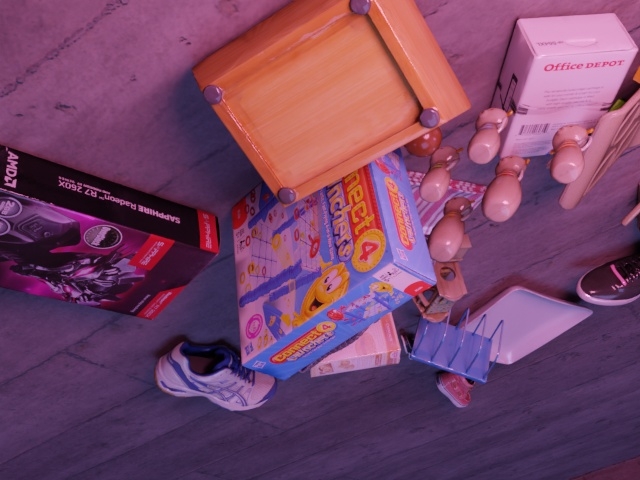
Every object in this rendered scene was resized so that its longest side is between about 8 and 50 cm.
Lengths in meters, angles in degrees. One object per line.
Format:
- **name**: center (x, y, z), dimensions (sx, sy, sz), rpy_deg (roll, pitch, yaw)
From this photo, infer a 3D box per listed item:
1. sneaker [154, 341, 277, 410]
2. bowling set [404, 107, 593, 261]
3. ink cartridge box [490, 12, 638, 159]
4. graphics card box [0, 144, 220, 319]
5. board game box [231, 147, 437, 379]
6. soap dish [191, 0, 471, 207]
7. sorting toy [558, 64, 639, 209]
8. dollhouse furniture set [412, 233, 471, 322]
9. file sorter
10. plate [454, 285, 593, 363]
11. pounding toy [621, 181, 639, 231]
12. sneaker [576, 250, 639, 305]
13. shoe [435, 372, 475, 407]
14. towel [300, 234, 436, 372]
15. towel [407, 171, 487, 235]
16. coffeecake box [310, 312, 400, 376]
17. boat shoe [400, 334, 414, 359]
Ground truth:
- **sneaker**: center (-0.209, 0.297, 1.570), dimensions (0.296, 0.112, 0.131), rpy_deg (14, 137, -32)
- **bowling set**: center (0.220, -0.124, 1.011), dimensions (0.287, 0.154, 0.200), rpy_deg (-34, 104, 36)
- **ink cartridge box**: center (0.342, -0.221, 1.036), dimensions (0.148, 0.086, 0.203), rpy_deg (-6, 144, -7)
- **graphics card box**: center (-0.377, 0.003, 1.137), dimensions (0.371, 0.094, 0.233), rpy_deg (20, 134, -35)
- **board game box**: center (0.000, 0.000, 1.055), dimensions (0.086, 0.308, 0.302), rpy_deg (26, 130, -36)
- **soap dish**: center (0.008, -0.186, 0.896), dimensions (0.291, 0.118, 0.229), rpy_deg (-26, 112, 22)
- **sorting toy**: center (0.468, -0.203, 1.068), dimensions (0.229, 0.041, 0.307), rpy_deg (-37, 154, -27)
- **dollhouse furniture set**: center (0.193, 0.081, 1.372), dimensions (0.161, 0.101, 0.182), rpy_deg (-4, 151, -14)
- **file sorter**: center (0.298, 0.210, 1.536), dimensions (0.170, 0.118, 0.104), rpy_deg (19, 138, 4)
- **plate**: center (0.447, 0.195, 1.671), dimensions (0.277, 0.045, 0.278), rpy_deg (17, 136, -32)
- **pounding toy**: center (0.639, -0.078, 1.320), dimensions (0.181, 0.094, 0.206), rpy_deg (-13, 135, 11)
- **sneaker**: center (0.681, 0.042, 1.485), dimensions (0.296, 0.104, 0.147), rpy_deg (-14, 143, -7)
- **shoe**: center (0.383, 0.395, 1.909), dimensions (0.081, 0.063, 0.178), rpy_deg (-23, 139, 24)
- **towel**: center (0.059, 0.103, 1.242), dimensions (0.235, 0.121, 0.283), rpy_deg (-39, 173, -38)
- **towel**: center (0.188, -0.056, 1.268), dimensions (0.197, 0.029, 0.144), rpy_deg (7, 141, -25)
- **coffeecake box**: center (0.060, 0.192, 1.474), dimensions (0.185, 0.142, 0.068), rpy_deg (-8, 145, -4)
- **boat shoe**: center (0.217, 0.249, 1.679), dimensions (0.038, 0.046, 0.125), rpy_deg (-18, 147, 10)
